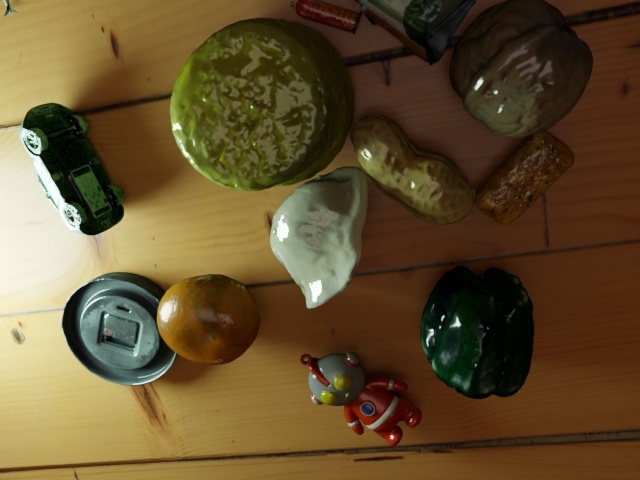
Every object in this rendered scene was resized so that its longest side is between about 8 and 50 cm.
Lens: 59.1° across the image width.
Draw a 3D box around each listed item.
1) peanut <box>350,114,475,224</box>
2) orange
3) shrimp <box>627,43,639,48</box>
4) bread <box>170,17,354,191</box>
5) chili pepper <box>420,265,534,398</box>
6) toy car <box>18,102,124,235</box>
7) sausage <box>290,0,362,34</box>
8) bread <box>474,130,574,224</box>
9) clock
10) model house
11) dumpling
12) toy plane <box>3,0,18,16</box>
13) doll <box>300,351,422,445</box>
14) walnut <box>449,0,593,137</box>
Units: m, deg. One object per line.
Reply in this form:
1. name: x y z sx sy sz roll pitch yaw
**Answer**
1. peanut: 0.190 -0.146 1.186 0.305 0.147 0.147 34 111 -2
2. orange: -0.263 0.182 1.344 0.240 0.171 0.240 1 123 1
3. shrimp: 0.673 -0.373 1.081 0.165 0.056 0.065 -5 116 12
4. bread: -0.113 -0.251 1.094 0.348 0.308 0.348 3 110 7
5. chili pepper: 0.349 0.196 1.244 0.233 0.248 0.256 0 110 -17
6. toy car: -0.577 -0.154 1.289 0.125 0.136 0.306 -15 107 35
7. sausage: 0.009 -0.462 1.143 0.145 0.048 0.050 18 106 3
8. bread: 0.426 -0.130 1.190 0.114 0.083 0.211 35 112 -10
9. clock: -0.506 0.228 1.452 0.313 0.061 0.312 2 110 7
10. model house: 0.137 -0.479 1.030 0.291 0.253 0.184 33 104 8
11. dumpling: 0.000 0.000 1.214 0.187 0.243 0.318 10 127 -28
12. toy plane: -0.684 -0.529 1.220 0.078 0.024 0.084 -9 102 11
13. doll: 0.089 0.381 1.406 0.336 0.105 0.200 37 110 -7
14. walnut: 0.367 -0.318 1.054 0.248 0.248 0.248 2 110 7
